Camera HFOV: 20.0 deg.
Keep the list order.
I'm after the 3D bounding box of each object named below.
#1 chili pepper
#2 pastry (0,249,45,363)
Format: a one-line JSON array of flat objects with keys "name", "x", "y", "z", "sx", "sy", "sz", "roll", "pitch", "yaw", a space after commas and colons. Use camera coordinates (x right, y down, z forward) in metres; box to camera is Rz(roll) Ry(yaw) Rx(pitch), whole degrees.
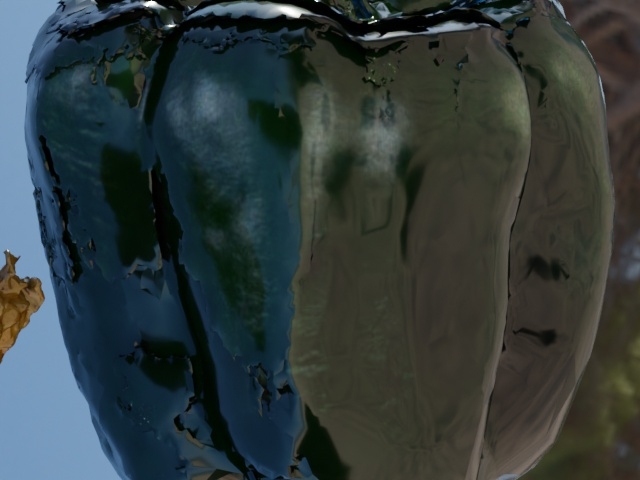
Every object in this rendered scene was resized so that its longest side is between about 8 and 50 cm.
[{"name": "chili pepper", "x": 0.000, "y": 0.000, "z": 0.777, "sx": 0.248, "sy": 0.233, "sz": 0.257, "roll": -16, "pitch": -73, "yaw": -54}, {"name": "pastry", "x": -0.164, "y": 0.055, "z": 0.638, "sx": 0.140, "sy": 0.080, "sz": 0.056, "roll": -58, "pitch": -19, "yaw": -18}]
